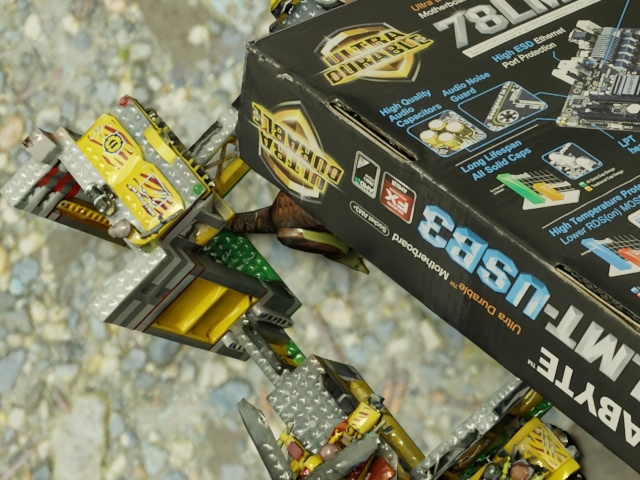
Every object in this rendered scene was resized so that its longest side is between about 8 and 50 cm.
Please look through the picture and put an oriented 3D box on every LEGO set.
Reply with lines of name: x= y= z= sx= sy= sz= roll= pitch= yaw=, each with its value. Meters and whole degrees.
LEGO set: x=0.000 y=0.000 z=1.008 sx=0.255 sy=0.192 sz=0.331 roll=-38 pitch=67 yaw=14

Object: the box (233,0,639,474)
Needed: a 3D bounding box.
box: x=0.165 y=-0.038 z=0.888 sx=0.293 sy=0.295 sz=0.073 roll=37 pitch=136 yaw=32
